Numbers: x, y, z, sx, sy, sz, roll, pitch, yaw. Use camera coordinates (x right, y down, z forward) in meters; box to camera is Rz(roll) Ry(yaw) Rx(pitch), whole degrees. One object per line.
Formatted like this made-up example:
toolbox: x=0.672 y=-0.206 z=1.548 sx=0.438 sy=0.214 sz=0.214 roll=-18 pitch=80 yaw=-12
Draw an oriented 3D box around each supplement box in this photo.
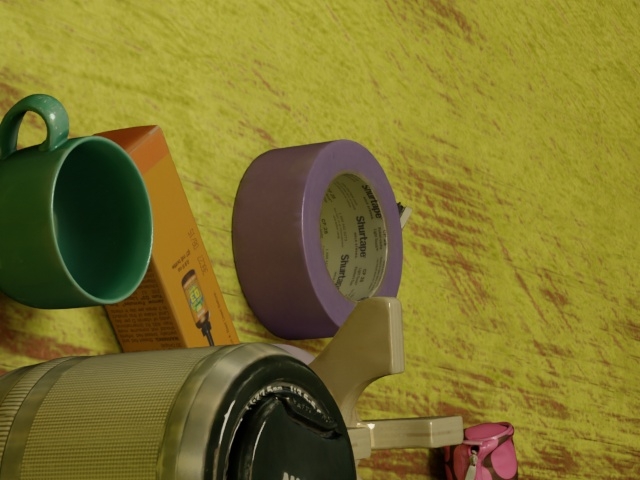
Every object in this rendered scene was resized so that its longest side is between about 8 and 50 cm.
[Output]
supplement box: x=-0.142 y=0.025 z=1.625 sx=0.078 sy=0.080 sz=0.233 roll=-46 pitch=122 yaw=-51

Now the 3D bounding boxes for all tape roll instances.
tape roll: x=0.000 y=0.000 z=1.858 sx=0.189 sy=0.080 sz=0.189 roll=17 pitch=70 yaw=-57

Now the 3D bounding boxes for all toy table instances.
toy table: x=0.003 y=0.181 z=1.749 sx=0.274 sy=0.161 sz=0.252 roll=-21 pitch=104 yaw=-58

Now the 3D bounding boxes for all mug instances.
mug: x=-0.206 y=-0.024 z=1.506 sx=0.129 sy=0.097 sz=0.158 roll=17 pitch=70 yaw=-56

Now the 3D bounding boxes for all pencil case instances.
pencil case: x=0.177 y=0.303 z=2.086 sx=0.098 sy=0.095 sz=0.209 roll=-91 pitch=172 yaw=-86

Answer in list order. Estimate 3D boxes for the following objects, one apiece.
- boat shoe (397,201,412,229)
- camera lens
boat shoe: x=0.055 y=0.003 z=1.988 sx=0.125 sy=0.038 sz=0.046 roll=-59 pitch=175 yaw=-37
camera lens: x=-0.126 y=0.190 z=1.428 sx=0.219 sy=0.274 sz=0.219 roll=15 pitch=72 yaw=-57
